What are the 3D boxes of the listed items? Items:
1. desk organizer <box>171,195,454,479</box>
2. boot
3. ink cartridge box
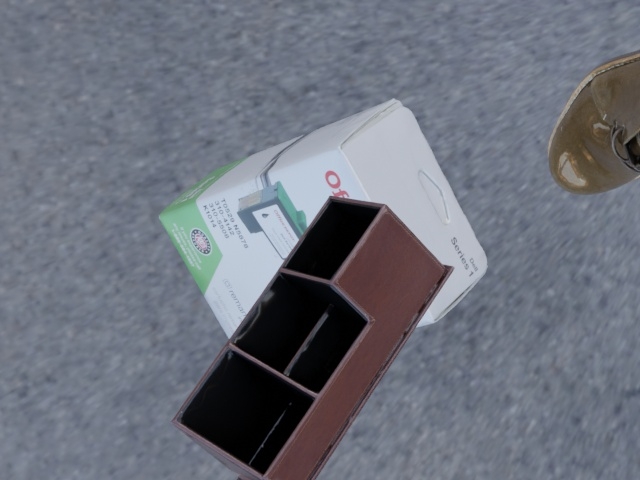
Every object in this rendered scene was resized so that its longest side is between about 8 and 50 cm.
[{"bbox_3d":[-0.003,0.046,0.629,0.050,0.047,0.130,44,72,-31],"label":"desk organizer"},{"bbox_3d":[0.290,-0.106,1.312,0.112,0.115,0.305,41,147,-5],"label":"boot"},{"bbox_3d":[0.000,0.000,1.145,0.219,0.092,0.160,-19,105,44],"label":"ink cartridge box"}]
